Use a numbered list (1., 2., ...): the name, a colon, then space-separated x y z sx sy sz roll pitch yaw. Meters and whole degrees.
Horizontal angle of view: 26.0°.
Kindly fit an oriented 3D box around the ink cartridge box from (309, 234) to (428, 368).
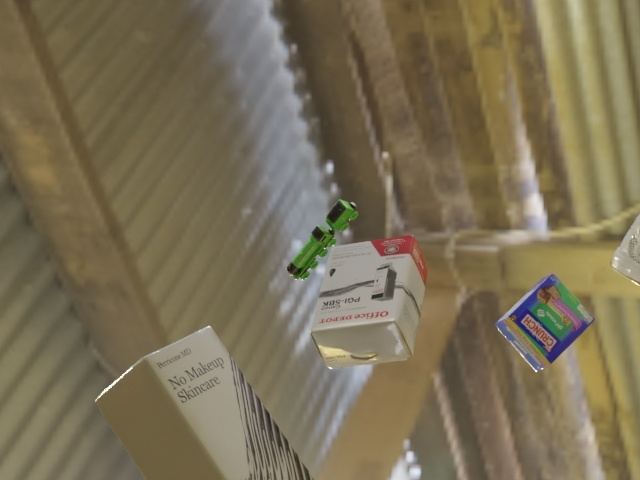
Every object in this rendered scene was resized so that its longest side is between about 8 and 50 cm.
1. ink cartridge box: 0.053 0.063 1.461 0.135 0.099 0.056 -76 -31 -47

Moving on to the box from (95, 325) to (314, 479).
1. box: -0.089 0.229 1.343 0.275 0.094 0.113 55 -143 6

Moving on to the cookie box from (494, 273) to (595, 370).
1. cookie box: 0.316 0.115 1.949 0.107 0.092 0.040 -41 -1 -21

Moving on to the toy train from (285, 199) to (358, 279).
1. toy train: 0.000 0.000 1.149 0.083 0.017 0.024 -51 -30 16

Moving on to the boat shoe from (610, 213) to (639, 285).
1. boat shoe: 0.471 0.042 1.695 0.098 0.277 0.096 4 -69 -39
